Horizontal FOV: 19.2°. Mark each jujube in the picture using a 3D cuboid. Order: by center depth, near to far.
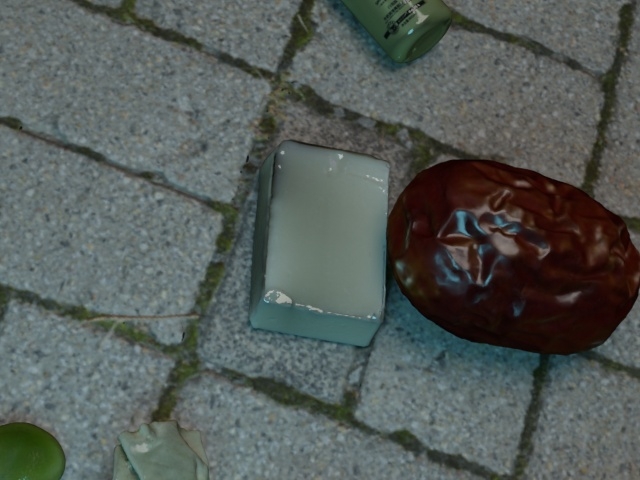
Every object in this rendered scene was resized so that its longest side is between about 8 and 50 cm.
[{"bbox_3d":[0.179,0.018,1.752,0.250,0.174,0.174,15,55,-31],"label":"jujube"}]

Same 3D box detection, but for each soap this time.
[{"bbox_3d":[0.000,0.000,1.768,0.121,0.064,0.183,11,58,-12],"label":"soap"}]

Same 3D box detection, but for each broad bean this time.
[{"bbox_3d":[-0.256,0.183,1.592,0.083,0.045,0.063,1,61,-25],"label":"broad bean"}]

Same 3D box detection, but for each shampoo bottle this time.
[{"bbox_3d":[0.058,-0.262,1.932,0.079,0.079,0.162,-31,74,-30],"label":"shampoo bottle"}]

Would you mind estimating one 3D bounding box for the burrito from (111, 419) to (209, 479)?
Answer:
[{"bbox_3d":[-0.144,0.323,1.517,0.117,0.076,0.392,14,58,-24],"label":"burrito"}]
